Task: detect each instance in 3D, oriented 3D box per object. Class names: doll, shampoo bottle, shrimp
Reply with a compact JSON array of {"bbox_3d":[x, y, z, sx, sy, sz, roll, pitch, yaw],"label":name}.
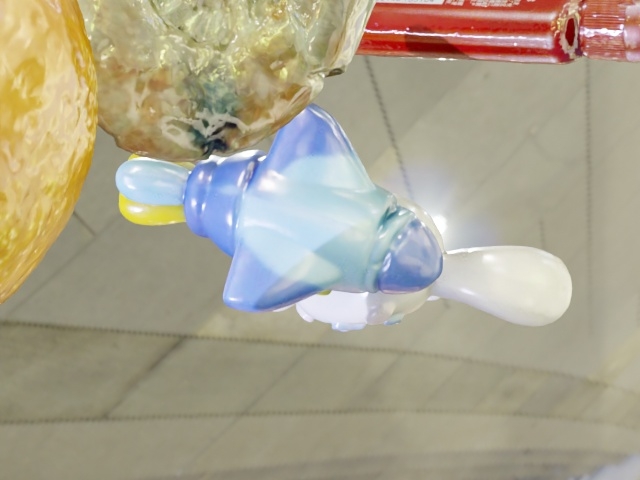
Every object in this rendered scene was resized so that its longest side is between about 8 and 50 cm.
[{"bbox_3d":[0.000,0.008,1.304,0.376,0.187,0.365,-20,149,32],"label":"doll"},{"bbox_3d":[0.172,-0.218,1.331,0.118,0.314,0.076,-40,130,-53],"label":"shampoo bottle"},{"bbox_3d":[-0.054,-0.222,0.965,0.247,0.085,0.360,42,76,-25],"label":"shrimp"}]

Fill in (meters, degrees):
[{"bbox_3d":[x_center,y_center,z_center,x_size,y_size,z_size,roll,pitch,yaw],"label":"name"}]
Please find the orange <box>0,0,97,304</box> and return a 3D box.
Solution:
[{"bbox_3d":[-0.296,-0.079,0.796,0.340,0.340,0.293,-42,142,-10],"label":"orange"}]
